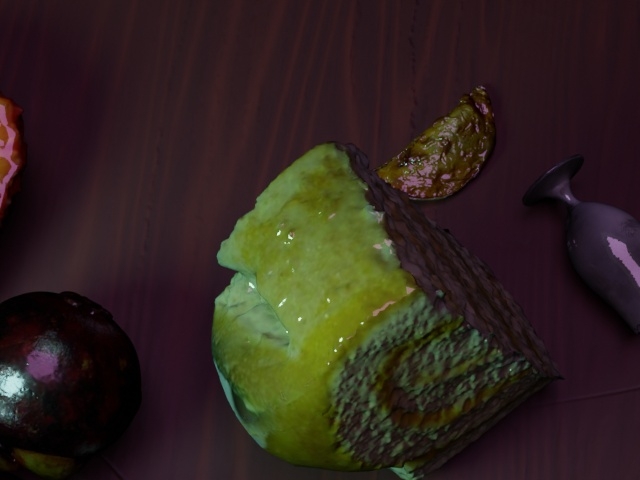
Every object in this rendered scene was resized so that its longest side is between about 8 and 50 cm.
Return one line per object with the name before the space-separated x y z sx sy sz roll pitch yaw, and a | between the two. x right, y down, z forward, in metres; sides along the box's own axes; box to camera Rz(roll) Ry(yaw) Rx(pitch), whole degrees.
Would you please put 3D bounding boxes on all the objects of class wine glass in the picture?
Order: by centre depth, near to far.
wine glass | 0.322 0.006 1.827 0.093 0.093 0.202 -32 69 -13

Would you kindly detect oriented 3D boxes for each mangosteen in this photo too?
mangosteen | -0.286 0.152 1.700 0.210 0.210 0.210 0 68 -1

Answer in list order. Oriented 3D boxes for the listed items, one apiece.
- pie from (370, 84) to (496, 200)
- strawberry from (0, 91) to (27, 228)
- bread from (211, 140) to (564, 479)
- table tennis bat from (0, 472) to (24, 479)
pie | 0.149 -0.104 1.901 0.191 0.033 0.088 -39 78 -16
strawberry | -0.461 -0.055 1.815 0.265 0.149 0.336 0 78 -8
bread | 0.055 0.111 1.681 0.264 0.395 0.239 -42 53 8
table tennis bat | -0.355 0.245 1.704 0.234 0.131 0.022 25 88 30
